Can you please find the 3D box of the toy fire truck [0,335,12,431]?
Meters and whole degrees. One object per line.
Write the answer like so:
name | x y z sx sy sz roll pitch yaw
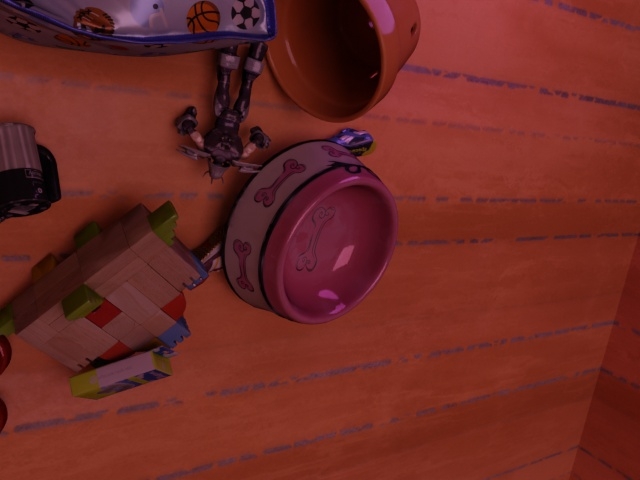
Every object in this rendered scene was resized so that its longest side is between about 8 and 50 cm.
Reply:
toy fire truck | -0.675 0.270 1.008 0.254 0.169 0.302 8 103 -11

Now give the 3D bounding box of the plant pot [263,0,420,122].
plant pot | 0.058 -0.403 1.187 0.203 0.291 0.290 -40 126 -38

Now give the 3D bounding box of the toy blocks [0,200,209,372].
toy blocks | -0.355 0.119 1.130 0.381 0.190 0.261 -38 134 0

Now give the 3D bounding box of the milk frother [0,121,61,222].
milk frother | -0.519 -0.101 1.005 0.143 0.129 0.134 -16 80 1

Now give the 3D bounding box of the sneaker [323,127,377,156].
sneaker | 0.052 -0.220 1.375 0.144 0.059 0.053 -7 145 -19

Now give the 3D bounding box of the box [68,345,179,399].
box | -0.361 0.251 1.143 0.178 0.042 0.109 -18 162 -1

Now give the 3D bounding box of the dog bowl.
dog bowl | 0.000 0.000 1.306 0.408 0.150 0.407 -24 129 -33

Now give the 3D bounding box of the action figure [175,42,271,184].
action figure | -0.173 -0.244 1.170 0.185 0.099 0.285 12 95 -28

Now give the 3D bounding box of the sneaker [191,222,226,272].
sneaker | -0.221 0.045 1.272 0.185 0.069 0.084 -41 124 -13

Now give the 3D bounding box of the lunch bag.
lunch bag | -0.310 -0.388 0.891 0.386 0.328 0.238 -16 111 -27
